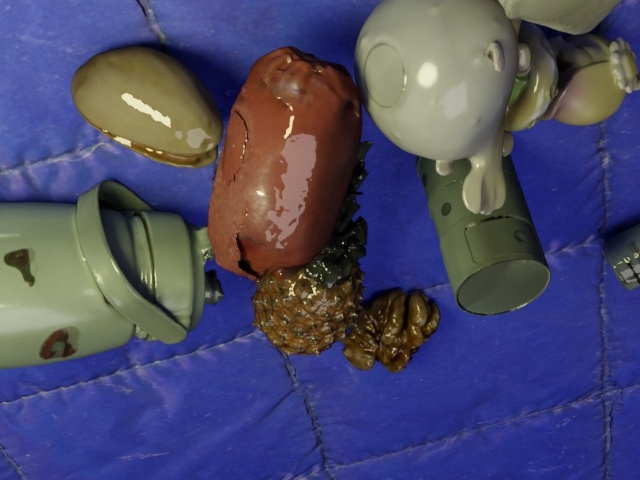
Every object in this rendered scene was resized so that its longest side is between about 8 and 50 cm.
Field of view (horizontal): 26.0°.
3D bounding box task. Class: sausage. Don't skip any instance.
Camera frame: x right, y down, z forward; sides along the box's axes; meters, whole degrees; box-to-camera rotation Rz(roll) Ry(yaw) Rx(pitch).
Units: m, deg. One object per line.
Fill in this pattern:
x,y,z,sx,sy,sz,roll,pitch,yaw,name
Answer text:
-0.041,-0.084,1.562,0.152,0.152,0.279,3,118,-22,sausage

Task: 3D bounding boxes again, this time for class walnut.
0.112,0.147,2.115,0.143,0.069,0.170,5,137,-22,walnut

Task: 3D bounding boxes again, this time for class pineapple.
0.002,-0.002,1.809,0.166,0.165,0.364,-4,140,-15,pineapple

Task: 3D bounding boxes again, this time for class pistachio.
-0.191,-0.149,1.562,0.124,0.185,0.124,-52,168,-16,pistachio

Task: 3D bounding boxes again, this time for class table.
0.208,-0.027,1.791,0.126,0.220,0.126,-9,145,-6,table

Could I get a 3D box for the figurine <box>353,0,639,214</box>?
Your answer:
0.221,-0.168,1.624,0.394,0.274,0.227,-6,-170,-38,figurine

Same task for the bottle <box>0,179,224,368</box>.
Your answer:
-0.288,0.046,1.728,0.352,0.229,0.229,-3,142,-16,bottle

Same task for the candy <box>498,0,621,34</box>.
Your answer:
0.290,-0.385,1.366,0.145,0.208,0.358,10,136,-38,candy

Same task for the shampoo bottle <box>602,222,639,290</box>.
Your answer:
0.548,-0.018,2.030,0.262,0.085,0.085,-28,142,18,shampoo bottle
